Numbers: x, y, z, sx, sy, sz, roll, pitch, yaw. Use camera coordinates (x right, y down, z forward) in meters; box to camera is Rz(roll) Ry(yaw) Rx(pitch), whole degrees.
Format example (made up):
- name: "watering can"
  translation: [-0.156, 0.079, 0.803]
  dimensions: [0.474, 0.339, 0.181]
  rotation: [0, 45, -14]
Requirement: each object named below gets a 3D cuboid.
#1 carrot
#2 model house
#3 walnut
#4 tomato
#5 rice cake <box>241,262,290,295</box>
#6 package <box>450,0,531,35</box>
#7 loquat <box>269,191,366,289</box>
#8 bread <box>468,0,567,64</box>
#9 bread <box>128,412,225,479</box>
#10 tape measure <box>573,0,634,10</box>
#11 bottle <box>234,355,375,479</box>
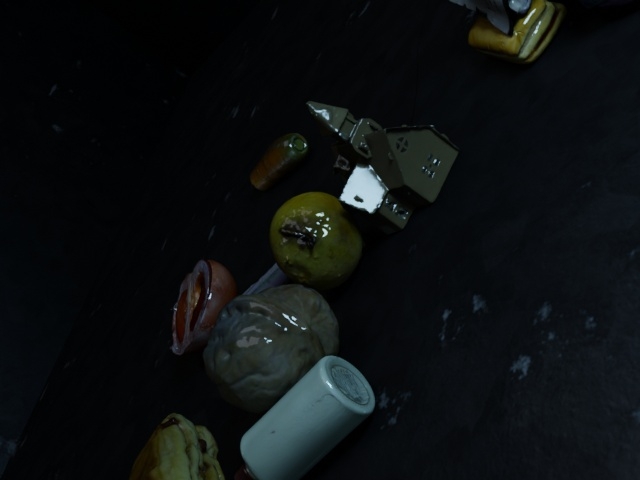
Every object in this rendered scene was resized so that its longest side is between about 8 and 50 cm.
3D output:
- name: "carrot"
  translation: [-0.102, -0.195, 1.964]
  dimensions: [0.193, 0.087, 0.087]
  rotation: [-32, 32, 48]
- name: "model house"
  translation: [0.064, -0.140, 1.337]
  dimensions: [0.181, 0.248, 0.176]
  rotation: [-7, 53, 63]
- name: "walnut"
  translation: [-0.072, 0.170, 1.264]
  dimensions: [0.224, 0.224, 0.224]
  rotation: [-44, 25, 27]
- name: "tomato"
  translation: [-0.237, 0.154, 1.718]
  dimensions: [0.228, 0.112, 0.199]
  rotation: [-36, 44, 56]
- name: "rice cake"
  translation: [-0.088, 0.075, 1.610]
  dimensions: [0.270, 0.049, 0.055]
  rotation: [-44, 3, 26]
- name: "package"
  translation: [0.272, -0.473, 1.264]
  dimensions: [0.204, 0.062, 0.250]
  rotation: [53, 139, 46]
- name: "loquat"
  translation: [0.000, 0.000, 1.400]
  dimensions: [0.149, 0.204, 0.172]
  rotation: [-36, 72, 28]
- name: "bread"
  translation: [0.323, -0.361, 1.356]
  dimensions: [0.116, 0.077, 0.200]
  rotation: [-60, 21, 10]
- name: "bread"
  translation: [-0.222, 0.463, 1.173]
  dimensions: [0.314, 0.192, 0.370]
  rotation: [-64, 14, 6]
- name: "tape measure"
  translation: [0.440, -0.452, 1.135]
  dimensions: [0.245, 0.149, 0.231]
  rotation: [-27, 38, 51]
- name: "bottle"
  translation: [-0.037, 0.278, 1.155]
  dimensions: [0.245, 0.104, 0.104]
  rotation: [-46, 24, 21]
